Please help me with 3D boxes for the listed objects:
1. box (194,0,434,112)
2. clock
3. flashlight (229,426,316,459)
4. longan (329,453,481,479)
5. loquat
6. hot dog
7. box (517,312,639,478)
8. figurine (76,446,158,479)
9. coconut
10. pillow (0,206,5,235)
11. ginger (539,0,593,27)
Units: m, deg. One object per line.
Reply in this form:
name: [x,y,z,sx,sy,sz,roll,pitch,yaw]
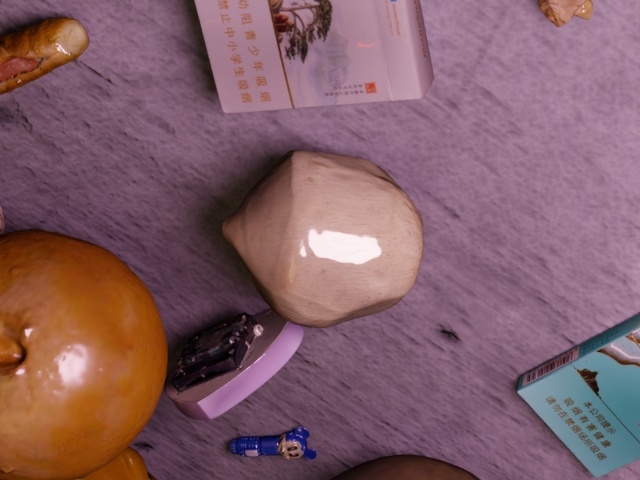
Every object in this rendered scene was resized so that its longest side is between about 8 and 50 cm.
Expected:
box: [-0.007,-0.220,1.295,0.233,0.067,0.149,-2,122,19]
clock: [-0.123,0.148,1.501,0.198,0.172,0.064,-25,110,30]
flashlight: [-0.067,0.281,1.650,0.121,0.035,0.057,-6,120,21]
longan: [0.105,0.424,1.543,0.288,0.288,0.350,23,134,3]
loquat: [-0.344,0.144,1.481,0.328,0.328,0.328,8,123,13]
hot dog: [-0.397,-0.201,1.430,0.286,0.088,0.061,-17,116,20]
box: [0.372,0.177,1.437,0.229,0.041,0.162,-34,107,32]
figurine: [-0.332,0.437,1.700,0.401,0.268,0.387,14,127,15]
coconut: [0.000,0.000,1.353,0.224,0.224,0.224,8,123,13]
pillow: [-0.500,0.021,1.607,0.173,0.067,0.270,21,124,9]
ginger: [0.233,-0.312,1.158,0.137,0.074,0.213,24,131,2]
